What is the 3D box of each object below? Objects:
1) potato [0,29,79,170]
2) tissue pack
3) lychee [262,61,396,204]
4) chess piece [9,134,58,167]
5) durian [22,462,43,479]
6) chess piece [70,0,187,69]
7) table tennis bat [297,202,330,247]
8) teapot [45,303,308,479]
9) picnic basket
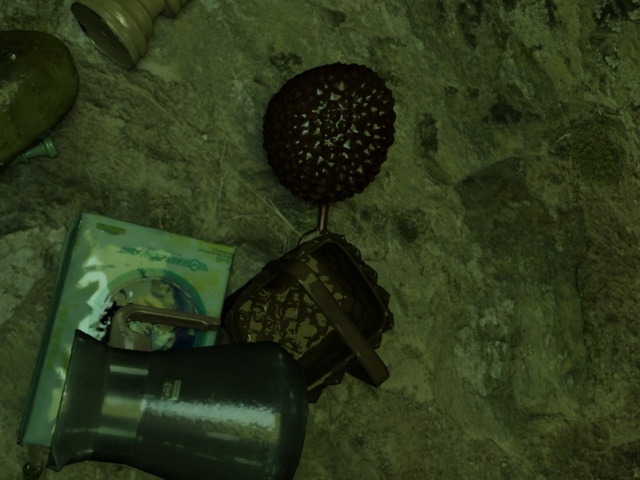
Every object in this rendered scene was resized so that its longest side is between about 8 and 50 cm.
[{"bbox_3d":[-0.547,-0.234,1.189,0.307,0.173,0.210,-40,78,-22],"label":"potato"},{"bbox_3d":[-0.331,0.170,1.234,0.287,0.162,0.387,14,78,-20],"label":"tissue pack"},{"bbox_3d":[0.019,-0.199,1.360,0.268,0.267,0.267,2,83,-21],"label":"lychee"},{"bbox_3d":[-0.519,-0.154,1.267,0.093,0.042,0.042,-24,93,-15],"label":"chess piece"},{"bbox_3d":[-0.513,0.550,1.142,0.107,0.132,0.375,12,74,-32],"label":"durian"},{"bbox_3d":[-0.308,-0.478,1.352,0.139,0.124,0.307,32,67,17],"label":"chess piece"},{"bbox_3d":[0.000,0.000,1.460,0.098,0.019,0.154,8,84,-19],"label":"table tennis bat"},{"bbox_3d":[-0.211,0.238,1.078,0.344,0.253,0.300,13,45,-18],"label":"teapot"},{"bbox_3d":[-0.017,0.141,1.275,0.291,0.321,0.254,-38,102,-16],"label":"picnic basket"}]
